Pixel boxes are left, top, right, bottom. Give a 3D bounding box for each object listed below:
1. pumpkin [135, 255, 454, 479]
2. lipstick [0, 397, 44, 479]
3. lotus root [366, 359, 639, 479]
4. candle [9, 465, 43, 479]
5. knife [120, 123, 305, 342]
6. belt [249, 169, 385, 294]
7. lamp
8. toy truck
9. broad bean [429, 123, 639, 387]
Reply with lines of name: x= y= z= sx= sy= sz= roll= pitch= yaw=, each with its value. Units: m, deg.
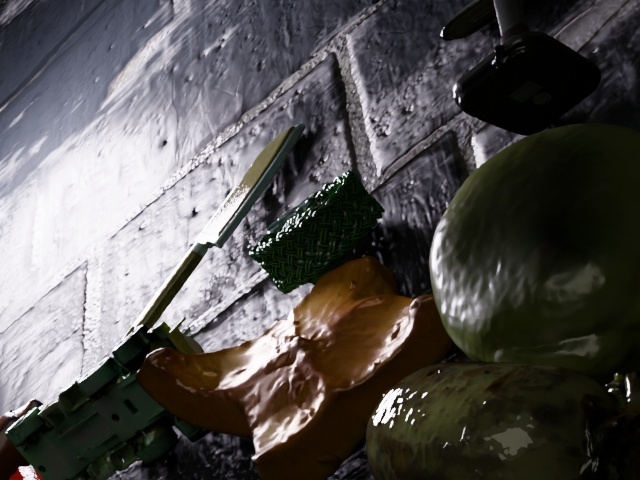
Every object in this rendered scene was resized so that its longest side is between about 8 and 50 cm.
pumpkin: x=-0.014 y=0.114 z=1.470 sx=0.258 sy=0.095 sz=0.290 roll=-41 pitch=30 yaw=-10
lipstick: x=-0.448 y=0.364 z=1.810 sx=0.418 sy=0.077 sz=0.077 roll=-54 pitch=29 yaw=-8
lotus root: x=0.135 y=0.165 z=1.149 sx=0.309 sy=0.173 sz=0.173 roll=-1 pitch=55 yaw=61
candle: x=-0.322 y=0.291 z=1.745 sx=0.052 sy=0.052 sz=0.131 roll=-50 pitch=29 yaw=1
knife: x=-0.122 y=-0.004 z=1.828 sx=0.343 sy=0.027 sz=0.061 roll=-54 pitch=26 yaw=-13
belt: x=0.000 y=0.000 z=1.608 sx=0.151 sy=0.079 sz=0.121 roll=-33 pitch=11 yaw=33
lamp: x=0.178 y=-0.208 z=1.563 sx=0.203 sy=0.124 sz=0.283 roll=-41 pitch=27 yaw=36
toy truck: x=-0.210 y=0.181 z=1.675 sx=0.259 sy=0.128 sz=0.135 roll=-37 pitch=6 yaw=25
broad bean: x=0.202 y=0.011 z=1.270 sx=0.238 sy=0.119 sz=0.291 roll=-43 pitch=31 yaw=8
